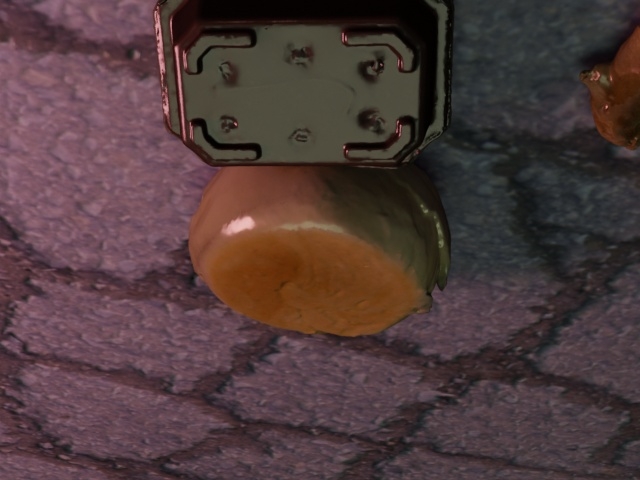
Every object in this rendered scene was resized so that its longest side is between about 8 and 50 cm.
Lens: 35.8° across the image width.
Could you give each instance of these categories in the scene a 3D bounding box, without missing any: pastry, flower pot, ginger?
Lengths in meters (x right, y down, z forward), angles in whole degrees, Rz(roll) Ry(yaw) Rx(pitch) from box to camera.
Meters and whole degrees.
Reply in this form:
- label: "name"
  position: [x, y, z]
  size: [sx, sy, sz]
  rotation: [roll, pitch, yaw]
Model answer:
- label: "pastry"
  position: [-0.002, 0.000, 0.988]
  size: [0.265, 0.133, 0.265]
  rotation: [2, 144, 1]
- label: "flower pot"
  position: [-0.015, -0.129, 0.808]
  size: [0.251, 0.084, 0.179]
  rotation: [0, 117, 3]
- label: "ginger"
  position: [0.322, -0.169, 0.801]
  size: [0.131, 0.086, 0.294]
  rotation: [8, 152, -22]
